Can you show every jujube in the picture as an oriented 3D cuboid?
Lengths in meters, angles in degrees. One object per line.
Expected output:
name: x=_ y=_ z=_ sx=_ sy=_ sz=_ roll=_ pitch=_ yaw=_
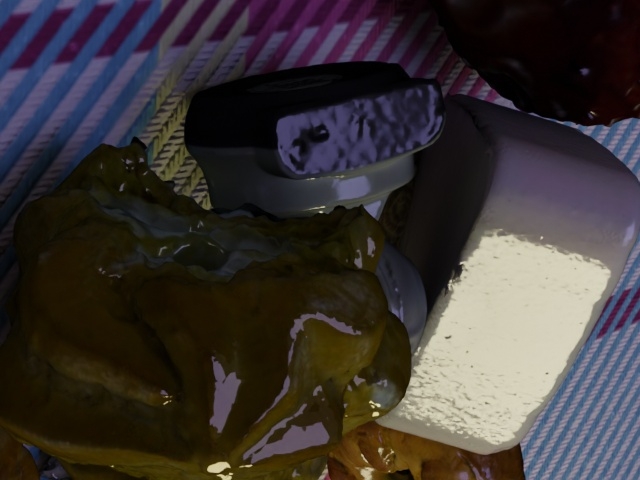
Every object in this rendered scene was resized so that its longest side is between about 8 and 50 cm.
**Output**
jujube: x=0.233 y=-0.248 z=1.577 sx=0.376 sy=0.258 sz=0.258 roll=30 pitch=82 yaw=-48

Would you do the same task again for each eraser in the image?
eraser: x=0.164 y=-0.010 z=1.518 sx=0.149 sy=0.331 sz=0.331 roll=14 pitch=96 yaw=-8

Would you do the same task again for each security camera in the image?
security camera: x=0.000 y=0.000 z=1.397 sx=0.197 sy=0.191 sz=0.277 roll=-16 pitch=103 yaw=-31

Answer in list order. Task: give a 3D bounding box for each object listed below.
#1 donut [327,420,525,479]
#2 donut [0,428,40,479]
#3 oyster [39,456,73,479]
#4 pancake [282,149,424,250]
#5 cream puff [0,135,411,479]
donut: x=0.105 y=0.228 z=1.655 sx=0.114 sy=0.226 sz=0.227 roll=-43 pitch=135 yaw=-30
donut: x=-0.354 y=0.223 z=1.127 sx=0.360 sy=0.170 sz=0.360 roll=-27 pitch=124 yaw=-49
oyster: x=-0.162 y=0.135 z=1.426 sx=0.200 sy=0.061 sz=0.106 roll=-41 pitch=140 yaw=-23
pancake: x=0.025 y=0.017 z=1.611 sx=0.286 sy=0.033 sz=0.288 roll=37 pitch=77 yaw=-53
cream puff: x=-0.108 y=0.097 z=1.212 sx=0.270 sy=0.323 sz=0.274 roll=-54 pitch=152 yaw=-51
